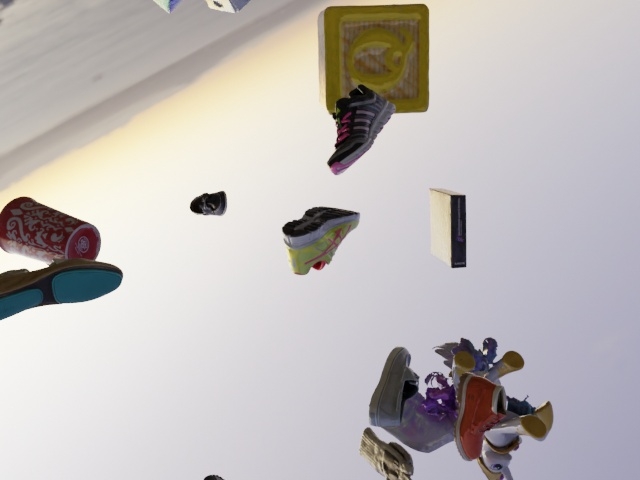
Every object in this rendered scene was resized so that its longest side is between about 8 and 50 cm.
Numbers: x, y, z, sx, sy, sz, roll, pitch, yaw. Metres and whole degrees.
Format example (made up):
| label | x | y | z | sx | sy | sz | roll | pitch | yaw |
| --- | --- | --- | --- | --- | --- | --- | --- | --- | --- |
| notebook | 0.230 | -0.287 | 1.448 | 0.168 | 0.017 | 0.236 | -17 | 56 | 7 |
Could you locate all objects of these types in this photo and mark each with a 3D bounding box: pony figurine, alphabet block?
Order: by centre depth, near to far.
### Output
| label | x | y | z | sx | sy | sz | roll | pitch | yaw |
| --- | --- | --- | --- | --- | --- | --- | --- | --- | --- |
| alphabet block | 0.094 | -0.335 | 1.620 | 0.192 | 0.194 | 0.197 | -4 | -168 | -2 |
| pony figurine | 0.323 | 0.350 | 1.847 | 0.302 | 0.351 | 0.363 | -35 | 156 | -26 |

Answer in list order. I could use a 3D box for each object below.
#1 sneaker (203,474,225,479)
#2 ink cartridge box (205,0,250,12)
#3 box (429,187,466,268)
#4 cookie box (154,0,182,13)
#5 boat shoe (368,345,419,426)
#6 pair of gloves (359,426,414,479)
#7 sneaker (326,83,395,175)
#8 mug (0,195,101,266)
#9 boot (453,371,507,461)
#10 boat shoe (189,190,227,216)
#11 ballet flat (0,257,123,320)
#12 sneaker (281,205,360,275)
| label | x | y | z | sx | sy | sz | roll | pitch | yaw |
| --- | --- | --- | --- | --- | --- | --- | --- | --- | --- |
| sneaker | -0.176 | 0.445 | 1.552 | 0.035 | 0.083 | 0.031 | -50 | -152 | 20 |
| ink cartridge box | -0.127 | -0.457 | 1.464 | 0.150 | 0.063 | 0.109 | -46 | -144 | -13 |
| box | 0.206 | -0.023 | 1.419 | 0.029 | 0.116 | 0.162 | -2 | -172 | -3 |
| cookie box | -0.217 | -0.381 | 1.193 | 0.092 | 0.107 | 0.040 | -50 | 179 | -15 |
| boat shoe | 0.165 | 0.306 | 1.810 | 0.081 | 0.079 | 0.227 | 6 | -147 | 18 |
| pair of gloves | 0.147 | 0.549 | 1.911 | 0.042 | 0.240 | 0.204 | -1 | -170 | -29 |
| sneaker | 0.042 | -0.160 | 1.228 | 0.063 | 0.075 | 0.170 | -36 | -164 | 51 |
| mug | -0.488 | -0.004 | 1.619 | 0.169 | 0.113 | 0.150 | 16 | 171 | 28 |
| boot | 0.277 | 0.311 | 1.498 | 0.084 | 0.158 | 0.059 | 9 | -165 | 37 |
| boat shoe | -0.203 | -0.067 | 1.586 | 0.038 | 0.046 | 0.125 | 0 | 180 | -27 |
| ballet flat | -0.417 | 0.060 | 1.316 | 0.232 | 0.080 | 0.073 | -14 | -133 | -28 |
| sneaker | 0.000 | 0.000 | 1.485 | 0.081 | 0.094 | 0.208 | 10 | -160 | 32 |
